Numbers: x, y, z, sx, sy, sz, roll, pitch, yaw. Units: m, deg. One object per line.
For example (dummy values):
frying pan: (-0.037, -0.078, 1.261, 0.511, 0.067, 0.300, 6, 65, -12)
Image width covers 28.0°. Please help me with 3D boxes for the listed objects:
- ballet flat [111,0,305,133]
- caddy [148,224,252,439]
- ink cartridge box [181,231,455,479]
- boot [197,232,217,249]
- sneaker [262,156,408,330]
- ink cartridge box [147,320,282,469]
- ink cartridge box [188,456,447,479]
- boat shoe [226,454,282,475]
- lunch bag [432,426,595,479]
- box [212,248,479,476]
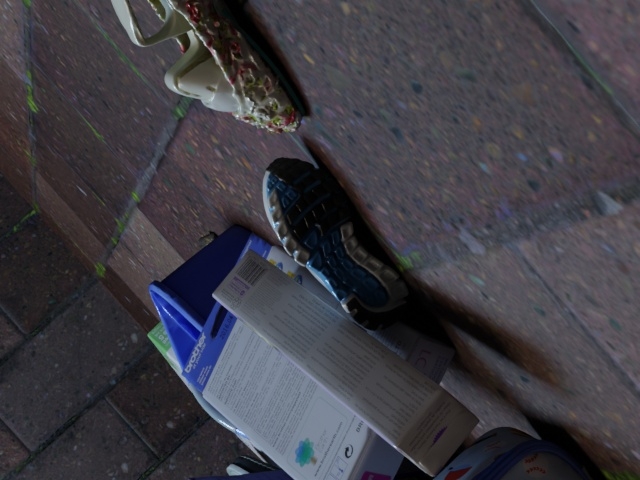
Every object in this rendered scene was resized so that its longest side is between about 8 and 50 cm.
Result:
ballet flat: (-0.105, -0.162, 0.989, 0.241, 0.077, 0.091, 54, 165, -26)
caddy: (-0.069, 0.145, 1.538, 0.341, 0.179, 0.241, 39, 165, 32)
ink cartridge box: (-0.014, 0.125, 1.291, 0.065, 0.186, 0.311, 22, -175, -41)
boot: (-0.115, 0.045, 1.716, 0.106, 0.037, 0.114, 26, 150, 53)
sneaker: (0.000, 0.000, 1.148, 0.191, 0.071, 0.083, 55, 170, -29)
ink cartridge box: (-0.145, 0.243, 2.191, 0.273, 0.115, 0.198, 37, 164, 38)
ink cartridge box: (0.023, 0.320, 1.536, 0.303, 0.307, 0.072, -178, 82, -73)
boat shoe: (-0.007, 0.422, 2.113, 0.302, 0.091, 0.114, 29, 159, 1)
lunch bag: (0.186, 0.337, 1.137, 0.303, 0.243, 0.115, 51, 167, -12)
box: (0.012, 0.102, 1.166, 0.063, 0.067, 0.324, 43, 173, -39)
